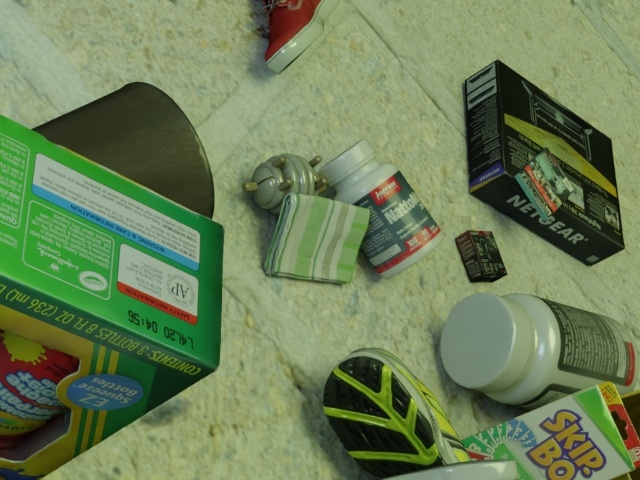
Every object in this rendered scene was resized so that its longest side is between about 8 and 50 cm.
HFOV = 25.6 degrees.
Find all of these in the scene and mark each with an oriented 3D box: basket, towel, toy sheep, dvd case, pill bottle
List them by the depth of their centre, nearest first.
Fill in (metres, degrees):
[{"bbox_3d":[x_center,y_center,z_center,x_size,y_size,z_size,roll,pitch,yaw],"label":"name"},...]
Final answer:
[{"bbox_3d":[-0.259,-0.066,1.571,0.227,0.154,0.204,-19,79,-48],"label":"basket"},{"bbox_3d":[0.000,0.000,1.856,0.152,0.023,0.113,10,101,-43],"label":"towel"},{"bbox_3d":[-0.047,-0.075,1.857,0.132,0.091,0.091,2,63,-37],"label":"toy sheep"},{"bbox_3d":[0.081,-0.047,1.962,0.180,0.108,0.108,54,38,-4],"label":"pill bottle"},{"bbox_3d":[0.316,0.164,2.032,0.283,0.161,0.161,16,54,-41],"label":"pill bottle"},{"bbox_3d":[0.359,-0.091,2.244,0.087,0.013,0.119,56,40,-5],"label":"dvd case"}]

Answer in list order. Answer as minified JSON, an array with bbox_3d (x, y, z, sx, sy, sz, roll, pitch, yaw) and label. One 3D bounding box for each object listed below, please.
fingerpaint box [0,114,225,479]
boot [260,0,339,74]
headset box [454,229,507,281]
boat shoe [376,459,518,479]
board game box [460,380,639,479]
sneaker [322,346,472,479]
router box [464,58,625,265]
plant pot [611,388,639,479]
[{"bbox_3d":[-0.367,0.046,1.187,0.445,0.371,0.163,28,45,-34],"label":"fingerpaint box"},{"bbox_3d":[-0.073,-0.351,2.023,0.176,0.088,0.244,45,31,-16],"label":"boot"},{"bbox_3d":[0.245,0.021,2.158,0.062,0.032,0.083,1,64,-48],"label":"headset box"},{"bbox_3d":[0.103,0.316,1.637,0.096,0.267,0.088,65,12,-81],"label":"boat shoe"},{"bbox_3d":[0.295,0.289,1.874,0.039,0.259,0.124,76,-9,-78],"label":"board game box"},{"bbox_3d":[0.146,0.296,1.776,0.384,0.145,0.147,63,18,-7],"label":"sneaker"},{"bbox_3d":[0.376,-0.128,2.364,0.309,0.081,0.243,29,47,-32],"label":"router box"},{"bbox_3d":[0.436,0.340,2.008,0.212,0.187,0.212,-9,71,-41],"label":"plant pot"}]
